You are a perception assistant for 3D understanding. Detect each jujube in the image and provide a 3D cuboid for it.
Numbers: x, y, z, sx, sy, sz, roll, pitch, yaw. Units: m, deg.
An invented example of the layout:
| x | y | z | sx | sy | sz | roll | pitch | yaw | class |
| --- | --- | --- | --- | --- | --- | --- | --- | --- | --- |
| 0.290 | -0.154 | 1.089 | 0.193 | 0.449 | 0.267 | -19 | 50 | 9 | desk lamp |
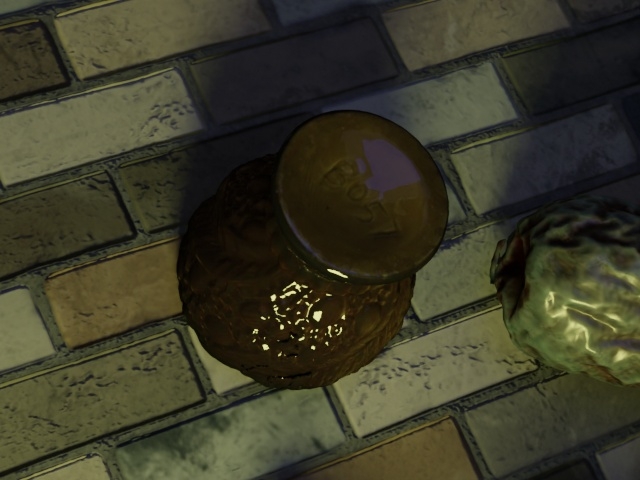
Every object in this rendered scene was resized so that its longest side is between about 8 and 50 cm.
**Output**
| x | y | z | sx | sy | sz | roll | pitch | yaw | class |
| --- | --- | --- | --- | --- | --- | --- | --- | --- | --- |
| 0.359 | 0.062 | 2.022 | 0.317 | 0.226 | 0.226 | 14 | 63 | -7 | jujube |

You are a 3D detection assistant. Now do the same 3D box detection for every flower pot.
| x | y | z | sx | sy | sz | roll | pitch | yaw | class |
| --- | --- | --- | --- | --- | --- | --- | --- | --- | --- |
| 0.000 | 0.000 | 1.886 | 0.267 | 0.267 | 0.266 | 8 | 64 | -17 | flower pot |
